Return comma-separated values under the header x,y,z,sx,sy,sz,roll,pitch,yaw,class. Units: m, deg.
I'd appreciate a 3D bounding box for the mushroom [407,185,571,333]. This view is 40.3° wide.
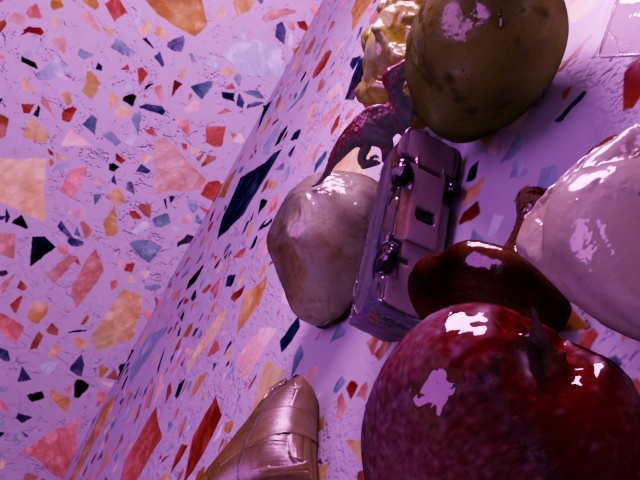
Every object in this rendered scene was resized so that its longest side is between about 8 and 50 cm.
x,y,z,sx,sy,sz,roll,pitch,yaw,class
0.216,0.011,0.979,0.217,0.148,0.227,-52,19,-22,mushroom

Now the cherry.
x,y,z,sx,sy,sz,roll,pitch,yaw,class
0.145,0.183,0.738,0.203,0.230,0.300,-66,-2,-56,cherry

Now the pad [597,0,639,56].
x,y,z,sx,sy,sz,roll,pitch,yaw,class
0.404,-0.287,0.997,0.232,0.004,0.157,-149,75,-72,pad

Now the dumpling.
x,y,z,sx,sy,sz,roll,pitch,yaw,class
0.289,-0.004,0.749,0.179,0.131,0.252,-55,43,5,dumpling

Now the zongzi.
x,y,z,sx,sy,sz,roll,pitch,yaw,class
-0.117,0.327,1.298,0.256,0.115,0.228,-23,28,13,zongzi

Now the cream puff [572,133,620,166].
x,y,z,sx,sy,sz,roll,pitch,yaw,class
0.295,-0.047,0.871,0.122,0.094,0.116,-42,0,-29,cream puff

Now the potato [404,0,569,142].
x,y,z,sx,sy,sz,roll,pitch,yaw,class
0.214,-0.253,1.181,0.304,0.215,0.216,140,154,-73,potato

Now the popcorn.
x,y,z,sx,sy,sz,roll,pitch,yaw,class
0.154,-0.299,1.435,0.255,0.194,0.256,-71,-7,-62,popcorn

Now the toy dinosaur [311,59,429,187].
x,y,z,sx,sy,sz,roll,pitch,yaw,class
0.069,-0.167,1.372,0.242,0.167,0.053,-23,34,21,toy dinosaur

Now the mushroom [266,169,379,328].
x,y,z,sx,sy,sz,roll,pitch,yaw,class
0.000,0.005,1.473,0.267,0.164,0.189,-57,18,15,mushroom

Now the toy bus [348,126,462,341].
x,y,z,sx,sy,sz,roll,pitch,yaw,class
0.120,-0.005,1.257,0.138,0.112,0.317,-45,24,53,toy bus
